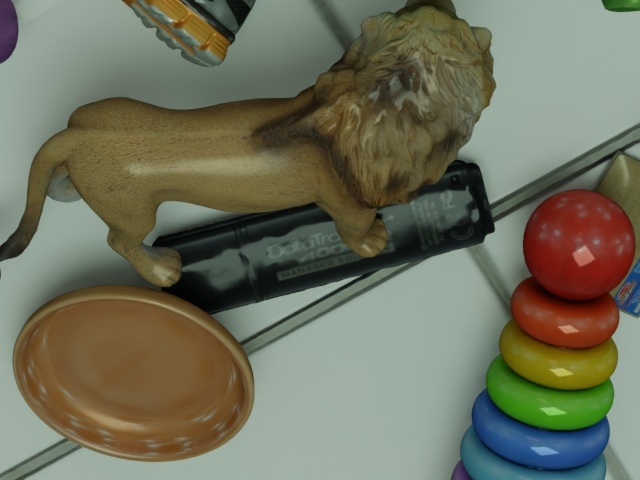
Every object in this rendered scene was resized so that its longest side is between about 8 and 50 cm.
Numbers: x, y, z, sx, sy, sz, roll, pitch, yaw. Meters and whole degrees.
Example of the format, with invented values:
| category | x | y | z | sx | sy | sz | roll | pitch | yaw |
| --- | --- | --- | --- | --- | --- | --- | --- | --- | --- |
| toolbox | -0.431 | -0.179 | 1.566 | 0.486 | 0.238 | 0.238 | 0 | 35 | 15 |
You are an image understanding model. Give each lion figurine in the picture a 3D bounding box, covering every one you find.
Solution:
| category | x | y | z | sx | sy | sz | roll | pitch | yaw |
| --- | --- | --- | --- | --- | --- | --- | --- | --- | --- |
| lion figurine | -0.064 | -0.064 | 1.417 | 0.392 | 0.142 | 0.240 | -14 | 161 | -3 |

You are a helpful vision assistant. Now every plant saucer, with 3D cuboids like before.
| category | x | y | z | sx | sy | sz | roll | pitch | yaw |
| --- | --- | --- | --- | --- | --- | --- | --- | --- | --- |
| plant saucer | -0.151 | 0.104 | 1.582 | 0.200 | 0.037 | 0.200 | 5 | 134 | 5 |

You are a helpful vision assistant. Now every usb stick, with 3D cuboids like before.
| category | x | y | z | sx | sy | sz | roll | pitch | yaw |
| --- | --- | --- | --- | --- | --- | --- | --- | --- | --- |
| usb stick | 0.000 | 0.000 | 1.563 | 0.278 | 0.045 | 0.077 | -15 | 111 | 3 |

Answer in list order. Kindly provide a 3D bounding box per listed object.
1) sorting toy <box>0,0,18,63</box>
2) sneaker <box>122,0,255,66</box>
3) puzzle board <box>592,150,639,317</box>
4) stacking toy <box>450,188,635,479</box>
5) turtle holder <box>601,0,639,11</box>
| category | x | y | z | sx | sy | sz | roll | pitch | yaw |
| --- | --- | --- | --- | --- | --- | --- | --- | --- | --- |
| sorting toy | -0.259 | -0.280 | 1.323 | 0.127 | 0.126 | 0.365 | 29 | 121 | 31 |
| sneaker | -0.135 | -0.224 | 1.424 | 0.215 | 0.084 | 0.083 | 42 | 78 | -17 |
| puzzle board | 0.254 | -0.004 | 1.600 | 0.096 | 0.011 | 0.128 | 22 | 114 | -16 |
| stacking toy | 0.188 | 0.111 | 1.592 | 0.141 | 0.141 | 0.330 | 5 | 113 | -7 |
| turtle holder | 0.127 | -0.270 | 1.255 | 0.320 | 0.243 | 0.227 | 3 | 93 | -42 |
